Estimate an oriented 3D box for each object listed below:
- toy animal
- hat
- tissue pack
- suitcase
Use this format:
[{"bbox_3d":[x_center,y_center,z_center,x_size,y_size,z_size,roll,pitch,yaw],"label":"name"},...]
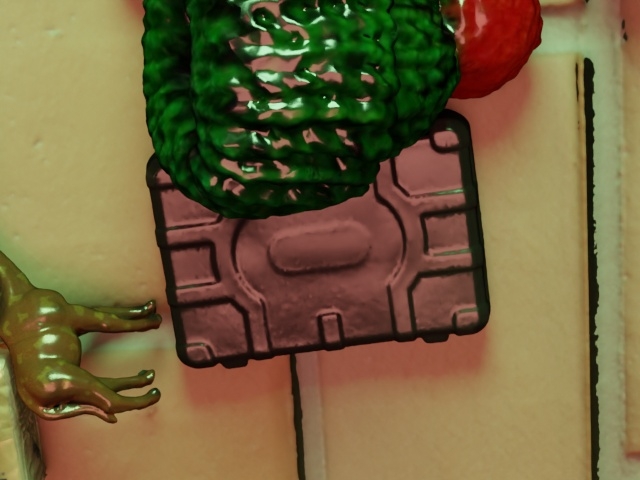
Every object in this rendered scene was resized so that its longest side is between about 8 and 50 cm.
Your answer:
[{"bbox_3d":[-0.253,0.051,1.248,0.230,0.224,0.066,7,151,-19],"label":"toy animal"},{"bbox_3d":[0.036,-0.158,1.108,0.332,0.242,0.274,-4,100,-23],"label":"hat"},{"bbox_3d":[-0.361,0.173,1.296,0.196,0.092,0.148,-6,105,3],"label":"tissue pack"},{"bbox_3d":[0.000,0.000,1.250,0.286,0.066,0.206,-7,105,4],"label":"suitcase"}]
